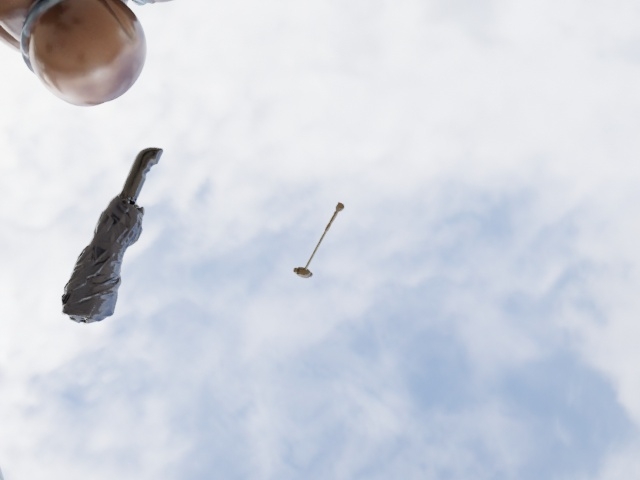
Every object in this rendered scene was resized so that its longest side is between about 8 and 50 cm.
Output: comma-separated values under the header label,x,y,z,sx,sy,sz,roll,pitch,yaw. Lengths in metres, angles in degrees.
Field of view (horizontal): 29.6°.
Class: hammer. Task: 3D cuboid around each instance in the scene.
label,x,y,z,sx,sy,sz,roll,pitch,yaw
hammer,0.000,0.000,1.557,0.029,0.123,0.014,14,-148,-25

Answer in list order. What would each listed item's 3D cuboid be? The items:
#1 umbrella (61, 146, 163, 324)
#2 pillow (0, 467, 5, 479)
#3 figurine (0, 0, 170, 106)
label,x,y,z,sx,sy,sz,roll,pitch,yaw
umbrella,-0.265,-0.009,1.559,0.070,0.071,0.248,14,-102,23
pillow,-0.232,0.160,0.624,0.119,0.255,0.322,-10,-115,-38
figurine,-0.338,-0.348,1.329,0.248,0.388,0.277,2,-124,56
